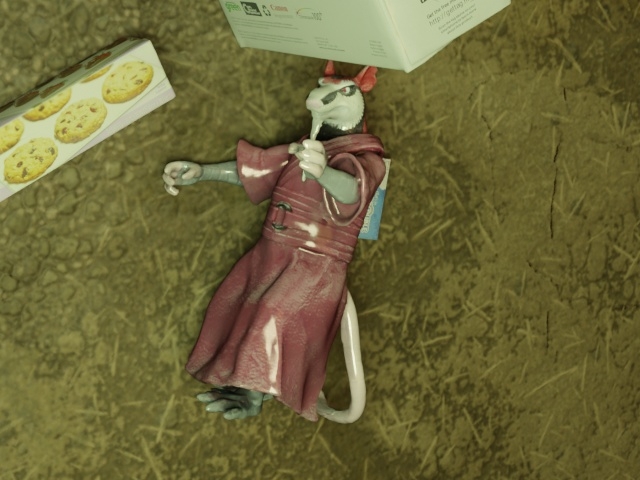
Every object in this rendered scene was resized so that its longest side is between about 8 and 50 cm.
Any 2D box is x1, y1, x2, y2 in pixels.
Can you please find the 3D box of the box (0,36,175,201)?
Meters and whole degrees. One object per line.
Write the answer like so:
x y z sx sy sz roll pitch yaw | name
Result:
-0.285 -0.085 1.398 0.324 0.063 0.067 -33 114 -21 | box

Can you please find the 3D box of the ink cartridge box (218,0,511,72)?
-0.008 -0.310 1.370 0.130 0.309 0.272 -35 117 -20 | ink cartridge box

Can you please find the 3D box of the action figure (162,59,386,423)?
0.000 0.000 1.482 0.275 0.248 0.370 20 93 -34 | action figure

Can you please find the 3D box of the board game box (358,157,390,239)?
0.027 -0.049 1.621 0.090 0.020 0.090 4 98 -33 | board game box
